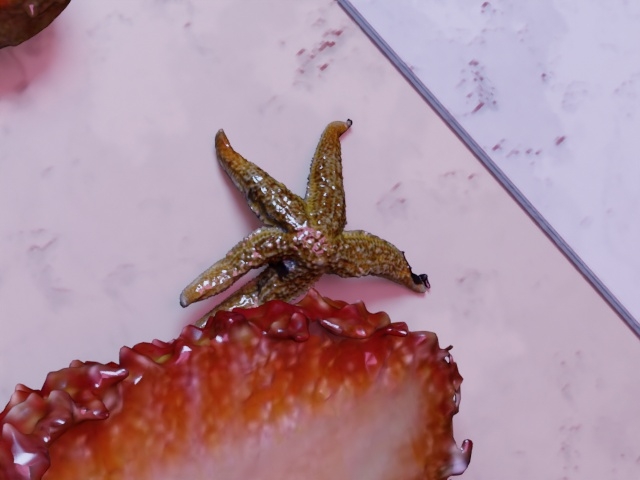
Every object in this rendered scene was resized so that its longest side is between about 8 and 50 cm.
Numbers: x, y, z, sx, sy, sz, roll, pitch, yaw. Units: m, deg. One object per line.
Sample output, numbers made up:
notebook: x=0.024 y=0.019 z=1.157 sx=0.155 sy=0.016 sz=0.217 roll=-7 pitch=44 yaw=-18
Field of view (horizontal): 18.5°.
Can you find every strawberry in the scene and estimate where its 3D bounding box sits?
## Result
strawberry: x=-0.066 y=0.147 z=0.909 sx=0.306 sy=0.138 sz=0.233 roll=-23 pitch=109 yaw=-42

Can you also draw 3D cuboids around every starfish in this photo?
starfish: x=0.002 y=-0.003 z=0.977 sx=0.130 sy=0.041 sz=0.133 roll=19 pitch=77 yaw=-13

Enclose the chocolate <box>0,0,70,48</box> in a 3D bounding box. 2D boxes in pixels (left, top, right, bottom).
chocolate: x=-0.177 y=-0.135 z=0.907 sx=0.133 sy=0.124 sz=0.127 roll=12 pitch=52 yaw=-34
